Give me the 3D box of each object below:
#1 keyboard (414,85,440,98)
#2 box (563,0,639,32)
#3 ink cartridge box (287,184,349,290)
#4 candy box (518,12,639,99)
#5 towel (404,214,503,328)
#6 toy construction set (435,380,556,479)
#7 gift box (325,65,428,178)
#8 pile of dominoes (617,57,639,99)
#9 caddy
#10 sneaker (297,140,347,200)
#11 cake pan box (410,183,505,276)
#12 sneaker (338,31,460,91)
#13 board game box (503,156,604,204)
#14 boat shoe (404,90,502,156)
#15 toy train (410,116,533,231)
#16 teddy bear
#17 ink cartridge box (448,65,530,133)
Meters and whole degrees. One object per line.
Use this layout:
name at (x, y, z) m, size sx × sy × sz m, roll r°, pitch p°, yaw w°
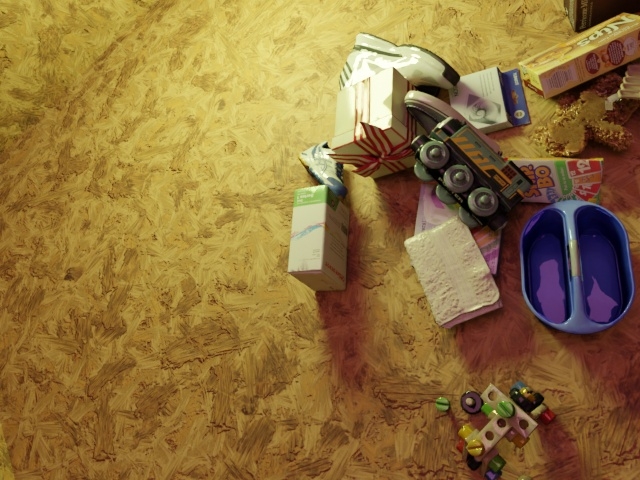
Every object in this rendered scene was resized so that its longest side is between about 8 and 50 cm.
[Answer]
keyboard at (0.286, -0.581, 1.757) m, size 0.317 × 0.033 × 0.201 m, roll 20°, pitch 85°, yaw 30°
box at (0.927, -0.783, 1.443) m, size 0.382 × 0.191 × 0.143 m, roll -13°, pitch 64°, yaw 21°
ink cartridge box at (0.000, 0.000, 1.542) m, size 0.117 × 0.201 × 0.277 m, roll -6°, pitch 67°, yaw 23°
candy box at (0.763, -0.533, 1.428) m, size 0.317 × 0.087 × 0.182 m, roll -22°, pitch 27°, yaw 15°
towel at (0.358, 0.085, 1.356) m, size 0.187 × 0.049 × 0.282 m, roll -27°, pitch 68°, yaw 17°
toy construction set at (0.421, 0.466, 1.122) m, size 0.258 × 0.237 × 0.308 m, roll -25°, pitch 61°, yaw 14°
gift box at (0.173, -0.349, 1.548) m, size 0.255 × 0.277 × 0.257 m, roll -17°, pitch 61°, yaw 44°
pile of dominoes at (0.916, -0.415, 1.335) m, size 0.196 × 0.040 × 0.251 m, roll 24°, pitch 57°, yaw 18°
caddy at (0.627, 0.069, 1.229) m, size 0.242 × 0.179 × 0.341 m, roll -4°, pitch 67°, yaw 23°
sneaker at (0.030, -0.248, 1.667) m, size 0.131 × 0.112 × 0.296 m, roll -35°, pitch 46°, yaw 0°
cake pan box at (0.397, -0.027, 1.428) m, size 0.246 × 0.070 × 0.266 m, roll 6°, pitch 81°, yaw 29°
sneaker at (0.240, -0.521, 1.676) m, size 0.448 × 0.169 × 0.257 m, roll 35°, pitch 101°, yaw 39°
board game box at (0.630, -0.167, 1.374) m, size 0.260 × 0.039 × 0.124 m, roll 6°, pitch 113°, yaw 30°
boat shoe at (0.362, -0.283, 1.451) m, size 0.341 × 0.127 × 0.158 m, roll 32°, pitch 88°, yaw -9°
toy train at (0.399, -0.182, 1.327) m, size 0.190 × 0.142 × 0.334 m, roll -39°, pitch 76°, yaw -9°
teddy bear at (0.766, -0.343, 1.396) m, size 0.245 × 0.113 × 0.338 m, roll 28°, pitch 75°, yaw 25°
ink cartridge box at (0.527, -0.443, 1.573) m, size 0.224 × 0.045 × 0.223 m, roll -11°, pitch 64°, yaw 20°
